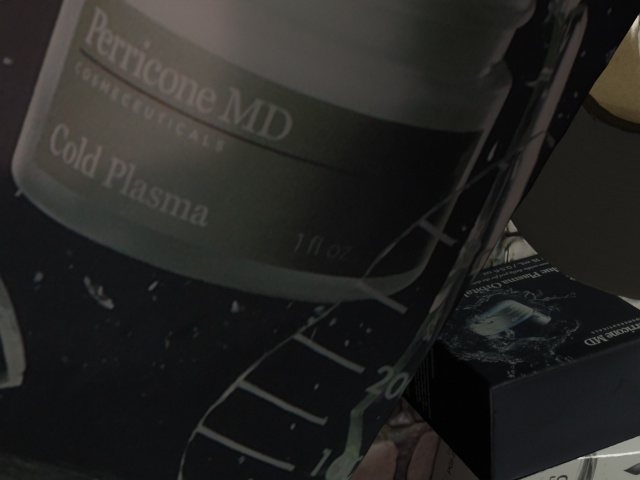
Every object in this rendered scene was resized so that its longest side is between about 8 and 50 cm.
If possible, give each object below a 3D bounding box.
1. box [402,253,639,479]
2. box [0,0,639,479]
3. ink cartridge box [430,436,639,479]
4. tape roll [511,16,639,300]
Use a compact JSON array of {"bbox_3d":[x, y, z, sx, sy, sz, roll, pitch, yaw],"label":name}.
[{"bbox_3d":[0.156,0.093,0.739,0.155,0.158,0.093,-15,117,-19],"label":"box"},{"bbox_3d":[-0.171,-0.101,0.434,0.479,0.297,0.472,26,98,-30],"label":"box"},{"bbox_3d":[0.212,0.236,0.865,0.217,0.092,0.159,1,111,-22],"label":"ink cartridge box"},{"bbox_3d":[0.227,-0.153,0.530,0.072,0.392,0.392,9,108,-28],"label":"tape roll"}]
